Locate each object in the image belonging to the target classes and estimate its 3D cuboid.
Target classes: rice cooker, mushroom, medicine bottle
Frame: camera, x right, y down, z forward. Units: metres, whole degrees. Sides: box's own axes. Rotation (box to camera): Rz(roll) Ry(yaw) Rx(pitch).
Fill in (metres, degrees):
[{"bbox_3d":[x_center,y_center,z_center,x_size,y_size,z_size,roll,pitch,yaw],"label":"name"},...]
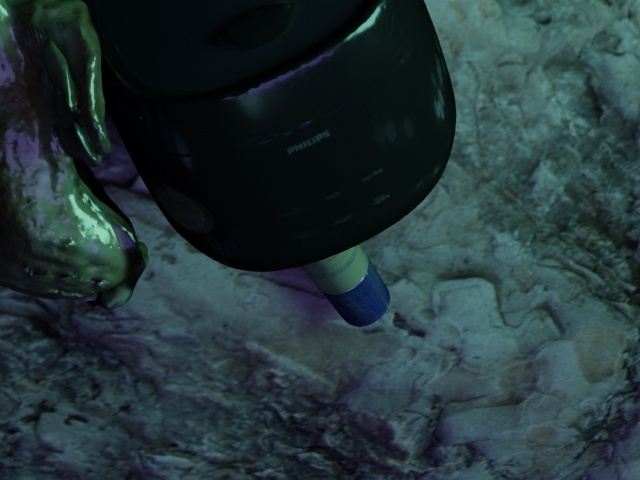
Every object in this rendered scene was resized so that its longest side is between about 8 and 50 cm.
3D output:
[{"bbox_3d":[-0.034,-0.120,0.842,0.267,0.267,0.224,-28,144,0],"label":"rice cooker"},{"bbox_3d":[-0.216,-0.112,0.725,0.130,0.247,0.344,-26,125,-25],"label":"mushroom"},{"bbox_3d":[0.000,0.000,1.102,0.059,0.059,0.231,-31,137,3],"label":"medicine bottle"}]
